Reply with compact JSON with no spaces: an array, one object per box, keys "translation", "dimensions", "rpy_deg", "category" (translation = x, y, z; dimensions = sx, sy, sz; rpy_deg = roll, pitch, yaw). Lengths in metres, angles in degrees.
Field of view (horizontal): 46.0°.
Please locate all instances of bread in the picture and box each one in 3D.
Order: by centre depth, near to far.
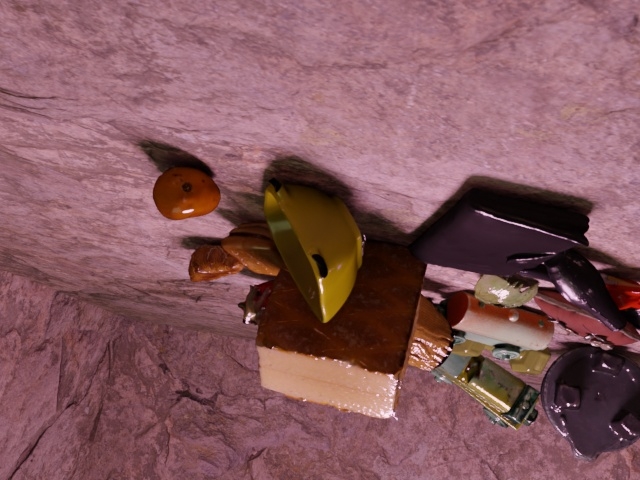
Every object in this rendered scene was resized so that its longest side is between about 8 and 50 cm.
[{"translation":[0.044,0.153,1.412],"dimensions":[0.278,0.279,0.207],"rpy_deg":[8,143,10],"category":"bread"},{"translation":[-0.109,0.017,1.504],"dimensions":[0.115,0.077,0.200],"rpy_deg":[8,164,21],"category":"bread"},{"translation":[-0.250,0.048,1.748],"dimensions":[0.104,0.076,0.233],"rpy_deg":[6,164,-32],"category":"bread"}]

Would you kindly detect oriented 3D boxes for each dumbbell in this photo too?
[{"translation":[0.465,0.272,1.973],"dimensions":[0.301,0.122,0.108],"rpy_deg":[21,-168,-28],"category":"dumbbell"}]

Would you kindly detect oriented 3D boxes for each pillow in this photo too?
[{"translation":[0.524,0.160,1.502],"dimensions":[0.171,0.075,0.179],"rpy_deg":[28,175,-38],"category":"pillow"}]

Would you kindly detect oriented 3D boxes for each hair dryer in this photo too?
[{"translation":[0.407,0.074,1.312],"dimensions":[0.195,0.075,0.219],"rpy_deg":[42,168,-25],"category":"hair dryer"}]

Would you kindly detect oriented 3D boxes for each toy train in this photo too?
[{"translation":[0.400,0.193,1.746],"dimensions":[0.285,0.116,0.177],"rpy_deg":[18,153,-18],"category":"toy train"},{"translation":[0.477,0.409,2.220],"dimensions":[0.397,0.160,0.253],"rpy_deg":[36,171,10],"category":"toy train"}]

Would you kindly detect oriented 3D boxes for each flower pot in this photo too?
[{"translation":[0.733,0.439,2.022],"dimensions":[0.298,0.299,0.283],"rpy_deg":[10,170,9],"category":"flower pot"}]

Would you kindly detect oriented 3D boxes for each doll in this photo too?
[{"translation":[0.496,0.088,1.320],"dimensions":[0.169,0.057,0.109],"rpy_deg":[6,162,34],"category":"doll"}]

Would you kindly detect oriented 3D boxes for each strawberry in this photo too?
[{"translation":[-0.050,0.151,1.956],"dimensions":[0.306,0.138,0.233],"rpy_deg":[-9,-163,-27],"category":"strawberry"}]

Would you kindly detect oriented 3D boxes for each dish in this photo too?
[{"translation":[0.000,0.000,1.216],"dimensions":[0.108,0.221,0.262],"rpy_deg":[-27,161,-12],"category":"dish"}]

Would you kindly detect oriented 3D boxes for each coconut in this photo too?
[{"translation":[0.366,0.103,1.499],"dimensions":[0.133,0.055,0.158],"rpy_deg":[6,166,29],"category":"coconut"}]

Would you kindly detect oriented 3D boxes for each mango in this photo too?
[{"translation":[-0.214,-0.078,1.216],"dimensions":[0.105,0.084,0.159],"rpy_deg":[-3,-173,-4],"category":"mango"}]

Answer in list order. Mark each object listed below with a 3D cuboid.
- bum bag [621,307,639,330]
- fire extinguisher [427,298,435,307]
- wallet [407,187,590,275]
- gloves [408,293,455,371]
[{"translation":[0.663,0.146,1.442],"dimensions":[0.087,0.049,0.197],"rpy_deg":[47,151,-25],"category":"bum bag"},{"translation":[0.240,0.167,1.884],"dimensions":[0.064,0.043,0.158],"rpy_deg":[59,152,-8],"category":"fire extinguisher"},{"translation":[0.268,0.002,1.189],"dimensions":[0.197,0.051,0.377],"rpy_deg":[14,168,-4],"category":"wallet"},{"translation":[0.126,0.165,1.649],"dimensions":[0.356,0.155,0.203],"rpy_deg":[34,141,-3],"category":"gloves"}]
